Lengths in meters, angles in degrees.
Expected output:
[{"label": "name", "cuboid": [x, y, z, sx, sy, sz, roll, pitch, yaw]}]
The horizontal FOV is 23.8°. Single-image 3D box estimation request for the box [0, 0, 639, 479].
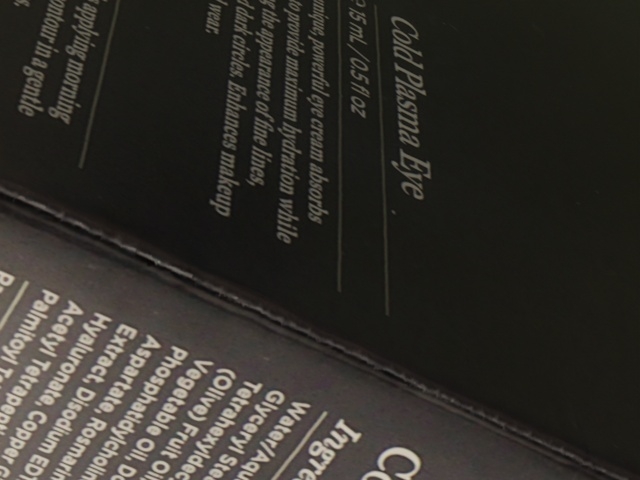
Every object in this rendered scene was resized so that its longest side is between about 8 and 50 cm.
[{"label": "box", "cuboid": [0.000, 0.000, 0.513, 0.312, 0.179, 0.343, 25, -147, -17]}]
